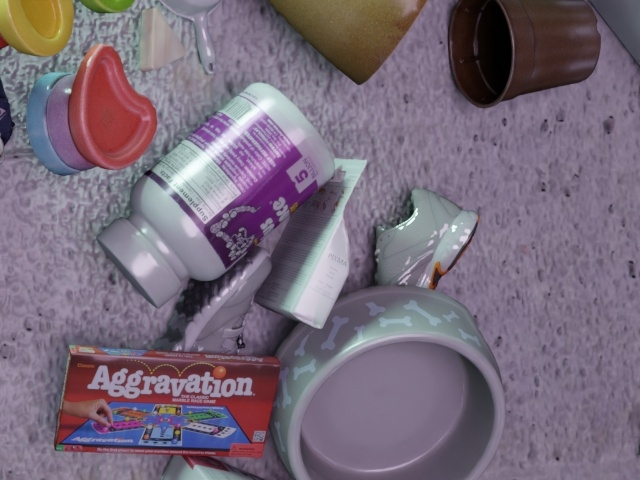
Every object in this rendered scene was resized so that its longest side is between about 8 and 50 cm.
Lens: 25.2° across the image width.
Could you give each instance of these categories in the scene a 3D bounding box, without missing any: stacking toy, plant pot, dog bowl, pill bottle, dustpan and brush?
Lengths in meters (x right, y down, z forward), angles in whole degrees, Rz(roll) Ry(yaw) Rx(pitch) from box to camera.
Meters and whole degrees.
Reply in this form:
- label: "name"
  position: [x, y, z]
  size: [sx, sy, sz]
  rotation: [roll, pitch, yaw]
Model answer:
- label: "stacking toy"
  position: [-0.319, -0.251, 1.797]
  size: [0.309, 0.130, 0.279]
  rotation: [65, 35, -34]
- label: "plant pot"
  position: [0.009, -0.372, 1.878]
  size: [0.254, 0.237, 0.237]
  rotation: [32, 85, -12]
- label: "plant pot"
  position: [0.293, -0.276, 2.015]
  size: [0.165, 0.167, 0.167]
  rotation: [-8, 98, -25]
- label: "dog bowl"
  position: [0.096, 0.237, 1.966]
  size: [0.348, 0.102, 0.349]
  rotation: [-5, 116, -11]
- label: "pill bottle"
  position: [-0.140, -0.054, 1.878]
  size: [0.301, 0.169, 0.169]
  rotation: [-42, 107, -10]
- label: "dustpan and brush"
  position: [-0.164, -0.326, 1.909]
  size: [0.147, 0.060, 0.211]
  rotation: [-19, 95, -29]

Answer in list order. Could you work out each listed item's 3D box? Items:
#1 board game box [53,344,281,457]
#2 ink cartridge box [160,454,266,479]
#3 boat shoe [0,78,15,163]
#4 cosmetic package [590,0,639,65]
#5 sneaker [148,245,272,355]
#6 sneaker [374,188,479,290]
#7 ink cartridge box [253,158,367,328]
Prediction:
- label: "board game box"
  position: [-0.199, 0.214, 1.881]
  size: [0.281, 0.027, 0.145]
  rotation: [5, 110, -20]
- label: "ink cartridge box"
  position: [-0.071, 0.399, 1.928]
  size: [0.283, 0.207, 0.117]
  rotation: [25, 89, -20]
- label: "boat shoe"
  position: [-0.453, -0.090, 1.787]
  size: [0.158, 0.127, 0.341]
  rotation: [-10, 96, -13]
- label: "cosmetic package"
  position: [0.492, -0.380, 2.040]
  size: [0.156, 0.217, 0.385]
  rotation: [-44, 109, -11]
- label: "sneaker"
  position: [-0.146, 0.131, 1.942]
  size: [0.115, 0.105, 0.281]
  rotation: [33, 96, -25]
- label: "sneaker"
  position: [0.110, 0.045, 2.028]
  size: [0.121, 0.099, 0.262]
  rotation: [35, 92, 8]
- label: "ink cartridge box"
  position: [0.000, 0.000, 1.926]
  size: [0.056, 0.181, 0.225]
  rotation: [30, 84, -20]
